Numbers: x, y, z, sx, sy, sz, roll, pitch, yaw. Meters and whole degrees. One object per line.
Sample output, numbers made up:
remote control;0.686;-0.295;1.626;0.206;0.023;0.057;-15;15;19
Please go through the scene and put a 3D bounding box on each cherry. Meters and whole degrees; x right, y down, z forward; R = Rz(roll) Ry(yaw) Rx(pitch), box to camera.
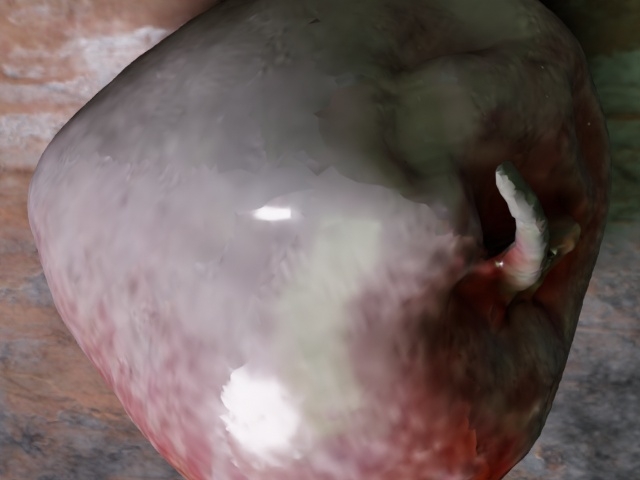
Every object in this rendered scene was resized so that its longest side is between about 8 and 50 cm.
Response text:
cherry;0.005;-0.013;0.632;0.335;0.291;0.326;42;104;35
